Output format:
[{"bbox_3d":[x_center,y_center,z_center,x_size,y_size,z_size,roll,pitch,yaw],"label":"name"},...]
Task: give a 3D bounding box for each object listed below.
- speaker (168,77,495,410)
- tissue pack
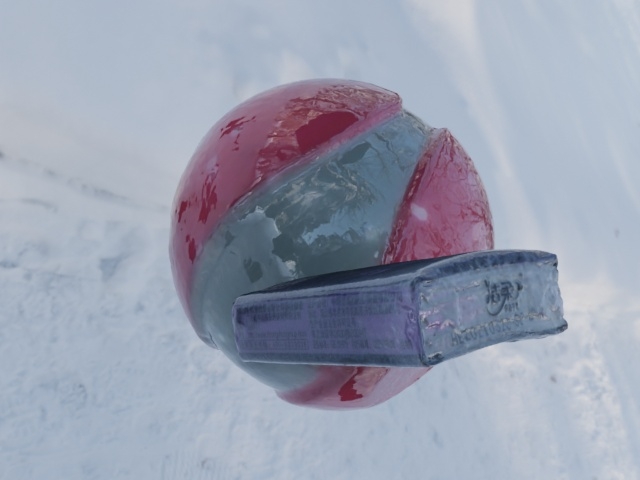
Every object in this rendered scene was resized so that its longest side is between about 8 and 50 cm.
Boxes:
[{"bbox_3d":[0.000,0.000,0.642,0.294,0.294,0.295,33,46,-41],"label":"speaker"},{"bbox_3d":[0.037,0.038,0.394,0.112,0.156,0.051,-7,88,-38],"label":"tissue pack"}]
